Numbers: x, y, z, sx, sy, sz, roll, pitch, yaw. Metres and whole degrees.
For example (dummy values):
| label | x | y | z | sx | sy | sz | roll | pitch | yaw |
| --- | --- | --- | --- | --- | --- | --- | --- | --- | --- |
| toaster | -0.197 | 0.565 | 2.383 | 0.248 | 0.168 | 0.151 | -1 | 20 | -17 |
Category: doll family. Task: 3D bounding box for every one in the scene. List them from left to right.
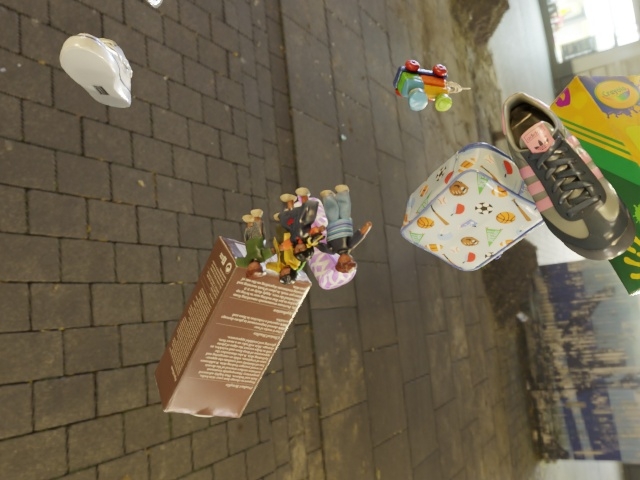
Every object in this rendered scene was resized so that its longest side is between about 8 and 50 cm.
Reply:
| label | x | y | z | sx | sy | sz | roll | pitch | yaw |
| --- | --- | --- | --- | --- | --- | --- | --- | --- | --- |
| doll family | -0.025 | 0.002 | 0.731 | 0.076 | 0.193 | 0.111 | 19 | 57 | -42 |

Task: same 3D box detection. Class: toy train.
| label | x | y | z | sx | sy | sz | roll | pitch | yaw |
| --- | --- | --- | --- | --- | --- | --- | --- | --- | --- |
| toy train | 0.343 | -0.423 | 1.626 | 0.143 | 0.248 | 0.105 | -101 | -158 | -43 |

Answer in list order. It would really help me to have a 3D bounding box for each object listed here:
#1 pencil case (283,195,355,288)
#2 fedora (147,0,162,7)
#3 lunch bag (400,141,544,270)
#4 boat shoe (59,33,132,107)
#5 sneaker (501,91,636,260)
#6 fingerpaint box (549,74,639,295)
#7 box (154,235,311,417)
| label | x | y | z | sx | sy | sz | roll | pitch | yaw |
| --- | --- | --- | --- | --- | --- | --- | --- | --- | --- |
| pencil case | 0.000 | 0.000 | 1.175 | 0.088 | 0.086 | 0.206 | 102 | -34 | -54 |
| fedora | -0.376 | -0.592 | 1.090 | 0.243 | 0.124 | 0.275 | 75 | 19 | -69 |
| lunch bag | 0.335 | -0.059 | 1.244 | 0.243 | 0.303 | 0.115 | 26 | 53 | -12 |
| boat shoe | -0.396 | -0.320 | 1.020 | 0.258 | 0.095 | 0.084 | 154 | -57 | -78 |
| sneaker | 0.361 | -0.108 | 0.879 | 0.131 | 0.112 | 0.319 | 38 | 25 | -39 |
| fingerpaint box | 0.680 | -0.125 | 1.059 | 0.445 | 0.163 | 0.371 | -9 | 62 | -23 |
| box | -0.198 | 0.198 | 1.248 | 0.191 | 0.143 | 0.381 | 18 | 108 | -34 |
